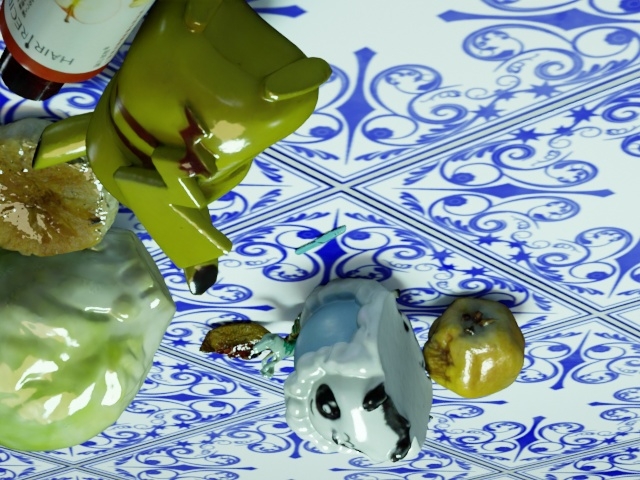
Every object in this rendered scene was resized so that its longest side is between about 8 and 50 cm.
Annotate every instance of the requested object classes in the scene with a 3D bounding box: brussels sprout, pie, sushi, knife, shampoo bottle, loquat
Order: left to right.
[{"bbox_3d":[-0.295,-0.051,1.755,0.195,0.046,0.195,7,140,6],"label":"pie"},{"bbox_3d":[-0.316,0.100,1.926,0.317,0.242,0.273,-4,124,-2],"label":"brussels sprout"},{"bbox_3d":[-0.196,-0.197,1.401,0.104,0.104,0.278,10,154,-23],"label":"shampoo bottle"},{"bbox_3d":[-0.103,0.132,2.212,0.099,0.047,0.050,-10,154,12],"label":"sushi"},{"bbox_3d":[0.000,0.000,1.968,0.014,0.005,0.091,17,150,-37],"label":"knife"},{"bbox_3d":[0.192,0.131,2.143,0.137,0.113,0.137,9,138,8],"label":"loquat"}]

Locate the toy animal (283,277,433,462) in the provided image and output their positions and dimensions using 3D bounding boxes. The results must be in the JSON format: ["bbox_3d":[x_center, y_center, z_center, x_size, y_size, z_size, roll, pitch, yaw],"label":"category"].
[{"bbox_3d":[0.038,0.163,2.071,0.156,0.204,0.208,-6,135,23],"label":"toy animal"}]

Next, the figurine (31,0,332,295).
[{"bbox_3d":[-0.116,-0.094,1.532,0.218,0.169,0.327,45,154,0],"label":"figurine"}]

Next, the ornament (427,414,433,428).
[{"bbox_3d":[0.125,0.245,2.498,0.073,0.028,0.125,-3,154,5],"label":"ornament"}]

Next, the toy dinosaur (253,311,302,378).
[{"bbox_3d":[-0.022,0.126,2.180,0.187,0.044,0.106,-19,136,-34],"label":"toy dinosaur"}]
